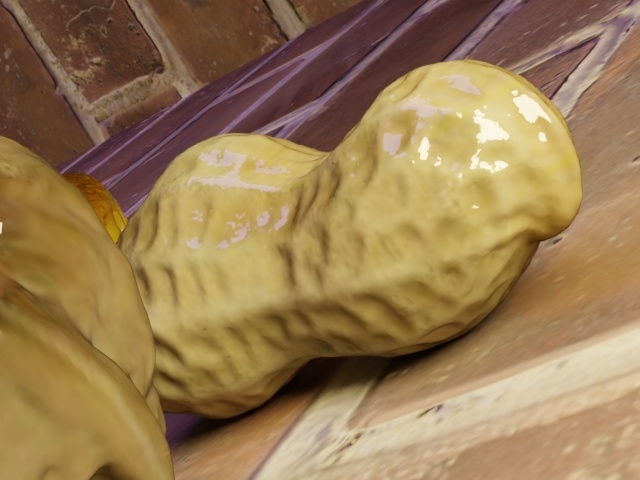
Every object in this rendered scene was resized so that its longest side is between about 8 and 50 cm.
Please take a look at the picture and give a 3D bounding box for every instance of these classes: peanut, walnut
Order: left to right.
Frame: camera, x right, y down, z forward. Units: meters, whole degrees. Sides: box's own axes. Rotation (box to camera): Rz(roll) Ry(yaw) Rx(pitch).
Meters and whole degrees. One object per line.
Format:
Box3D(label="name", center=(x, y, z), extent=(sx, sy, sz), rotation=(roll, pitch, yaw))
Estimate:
Box3D(label="walnut", center=(-0.179, 0.073, 0.648), extent=(0.248, 0.248, 0.248), rotation=(-30, 11, 7))
Box3D(label="peanut", center=(0.000, 0.000, 0.778), extent=(0.298, 0.136, 0.120), rotation=(-21, 15, 38))

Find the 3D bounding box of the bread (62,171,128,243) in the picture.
Box3D(label="bread", center=(-0.230, 0.053, 1.154), extent=(0.227, 0.142, 0.253), rotation=(-24, 10, 1))
